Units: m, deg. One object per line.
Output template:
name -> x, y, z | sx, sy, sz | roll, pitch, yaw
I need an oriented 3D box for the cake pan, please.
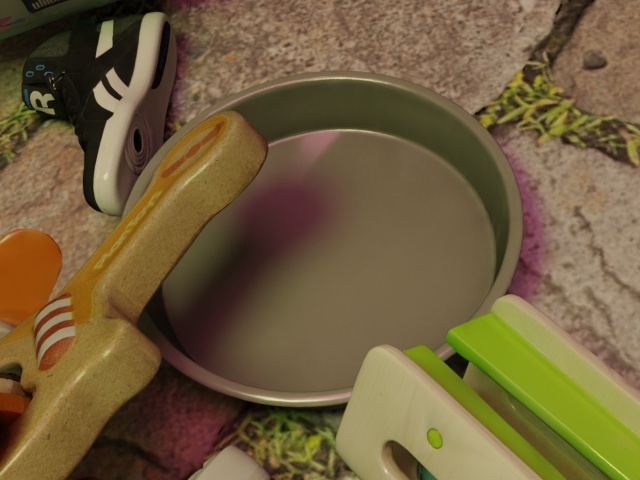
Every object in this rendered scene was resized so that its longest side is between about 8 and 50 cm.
cake pan -> 0.000, 0.000, 0.841 | 0.293, 0.054, 0.293 | -4, 55, 6

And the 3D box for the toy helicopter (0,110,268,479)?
toy helicopter -> -0.156, 0.054, 0.733 | 0.235, 0.140, 0.355 | -6, 43, 55

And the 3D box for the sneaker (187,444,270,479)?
sneaker -> -0.089, 0.293, 0.627 | 0.150, 0.135, 0.365 | 31, 58, -3

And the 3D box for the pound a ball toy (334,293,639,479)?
pound a ball toy -> 0.187, 0.173, 0.664 | 0.208, 0.135, 0.319 | -17, 46, -39

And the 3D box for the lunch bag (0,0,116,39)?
lunch bag -> -0.243, -0.264, 0.964 | 0.224, 0.160, 0.262 | -18, 27, -4

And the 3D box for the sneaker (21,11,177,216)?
sneaker -> -0.192, -0.099, 0.935 | 0.121, 0.079, 0.216 | -3, 46, 11
